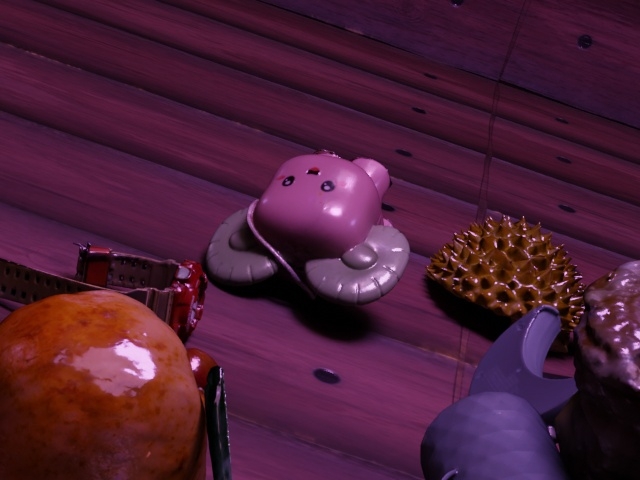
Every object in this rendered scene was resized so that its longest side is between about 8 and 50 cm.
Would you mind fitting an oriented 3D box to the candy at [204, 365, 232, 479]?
[{"bbox_3d":[-0.069,0.252,1.065,0.097,0.097,0.323,6,62,-29],"label":"candy"}]

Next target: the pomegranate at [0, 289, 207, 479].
[{"bbox_3d":[-0.203,0.167,1.159,0.248,0.248,0.248,16,22,-6],"label":"pomegranate"}]

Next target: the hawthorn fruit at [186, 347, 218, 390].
[{"bbox_3d":[-0.146,0.158,1.450,0.077,0.077,0.077,16,22,-6],"label":"hawthorn fruit"}]

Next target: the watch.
[{"bbox_3d":[-0.272,0.052,1.596,0.268,0.102,0.165,14,14,13],"label":"watch"}]

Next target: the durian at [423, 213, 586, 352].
[{"bbox_3d":[0.291,0.073,1.930,0.306,0.166,0.172,19,51,16],"label":"durian"}]

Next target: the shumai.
[{"bbox_3d":[0.381,0.190,1.366,0.309,0.263,0.304,-10,36,-36],"label":"shumai"}]

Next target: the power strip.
[{"bbox_3d":[0.263,0.180,1.595,0.054,0.167,0.253,47,8,-21],"label":"power strip"}]

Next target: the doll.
[{"bbox_3d":[0.000,0.000,1.834,0.284,0.216,0.268,9,43,22],"label":"doll"}]

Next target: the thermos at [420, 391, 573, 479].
[{"bbox_3d":[0.184,0.277,1.316,0.182,0.145,0.286,23,20,-17],"label":"thermos"}]

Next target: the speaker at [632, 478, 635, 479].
[{"bbox_3d":[0.329,0.343,1.255,0.218,0.044,0.082,59,30,5],"label":"speaker"}]

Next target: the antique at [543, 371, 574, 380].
[{"bbox_3d":[0.331,0.197,1.798,0.192,0.015,0.031,11,23,-17],"label":"antique"}]
